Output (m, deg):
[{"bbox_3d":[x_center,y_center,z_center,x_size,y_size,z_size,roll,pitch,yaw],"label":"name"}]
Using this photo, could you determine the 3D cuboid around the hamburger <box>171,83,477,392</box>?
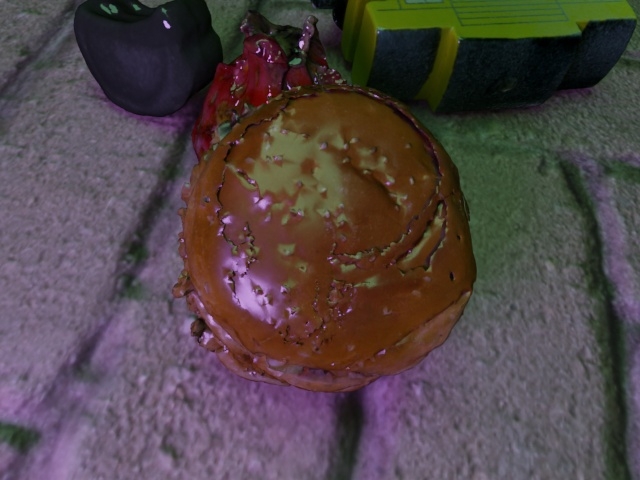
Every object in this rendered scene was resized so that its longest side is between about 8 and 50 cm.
[{"bbox_3d":[-0.008,0.005,0.539,0.245,0.211,0.261,-28,83,-18],"label":"hamburger"}]

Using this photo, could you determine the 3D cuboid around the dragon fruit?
[{"bbox_3d":[-0.062,-0.146,0.686,0.134,0.212,0.262,-26,52,-34],"label":"dragon fruit"}]

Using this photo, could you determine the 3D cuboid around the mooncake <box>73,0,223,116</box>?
[{"bbox_3d":[-0.207,-0.239,0.764,0.175,0.168,0.104,34,52,1],"label":"mooncake"}]

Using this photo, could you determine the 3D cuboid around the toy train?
[{"bbox_3d":[0.210,-0.314,0.877,0.441,0.179,0.273,-7,60,-12],"label":"toy train"}]
